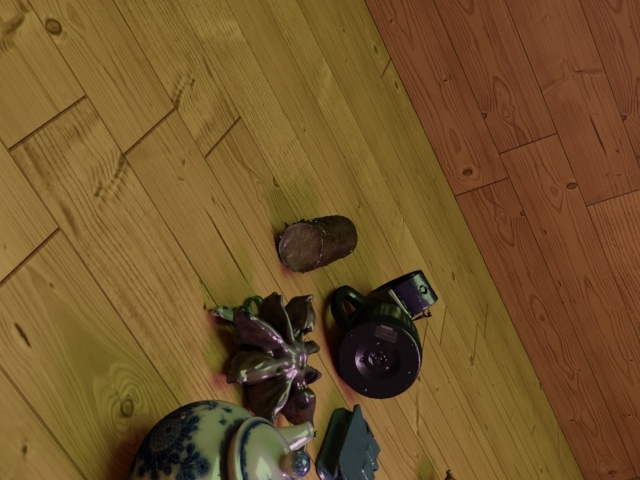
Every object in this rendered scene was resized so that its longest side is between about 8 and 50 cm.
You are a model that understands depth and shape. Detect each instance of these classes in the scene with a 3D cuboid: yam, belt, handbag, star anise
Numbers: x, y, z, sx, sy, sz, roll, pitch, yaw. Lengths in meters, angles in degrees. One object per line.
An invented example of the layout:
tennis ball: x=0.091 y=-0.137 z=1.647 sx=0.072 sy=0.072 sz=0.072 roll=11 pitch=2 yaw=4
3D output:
yam: x=0.002 y=0.001 z=1.961 sx=0.280 sy=0.131 sz=0.131 roll=-16 pitch=88 yaw=-67
belt: x=0.228 y=0.166 z=2.210 sx=0.140 sy=0.230 sz=0.126 roll=-31 pitch=91 yaw=-28
handbag: x=0.071 y=0.498 z=1.819 sx=0.179 sy=0.062 sz=0.229 roll=65 pitch=24 yaw=-20
star anise: x=-0.096 y=0.255 z=1.575 sx=0.316 sy=0.139 sz=0.359 roll=49 pitch=47 yaw=-30

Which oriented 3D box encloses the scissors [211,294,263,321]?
scissors: x=-0.157 y=0.153 z=1.614 sx=0.204 sy=0.027 sz=0.101 roll=20 pitch=52 yaw=-64

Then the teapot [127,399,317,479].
teapot: x=-0.136 y=0.357 z=1.191 sx=0.424 sy=0.280 sz=0.252 roll=-17 pitch=87 yaw=-65

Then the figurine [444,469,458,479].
figurine: x=0.332 y=0.731 z=2.109 sx=0.387 sy=0.166 sz=0.207 roll=-77 pitch=175 yaw=-54

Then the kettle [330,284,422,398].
kettle: x=0.138 y=0.247 z=2.038 sx=0.271 sy=0.251 sz=0.207 roll=-55 pitch=154 yaw=-72
